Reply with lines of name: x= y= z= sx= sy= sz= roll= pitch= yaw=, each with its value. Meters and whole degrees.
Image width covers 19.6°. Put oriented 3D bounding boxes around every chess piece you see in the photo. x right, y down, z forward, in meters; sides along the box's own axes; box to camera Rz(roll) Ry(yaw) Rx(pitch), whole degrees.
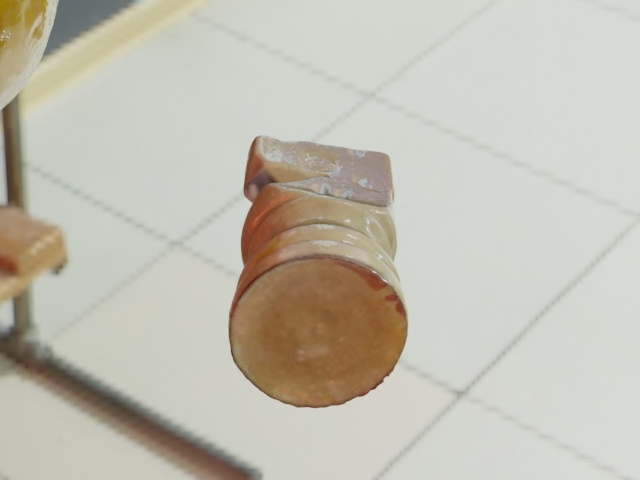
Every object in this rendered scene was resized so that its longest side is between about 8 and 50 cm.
chess piece: x=0.000 y=0.000 z=0.987 sx=0.090 sy=0.090 sz=0.200 roll=4 pitch=27 yaw=-1

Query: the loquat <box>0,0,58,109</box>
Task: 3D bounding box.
loquat: x=-0.313 y=-0.197 z=1.305 sx=0.274 sy=0.275 sz=0.275 roll=3 pitch=39 yaw=-2
